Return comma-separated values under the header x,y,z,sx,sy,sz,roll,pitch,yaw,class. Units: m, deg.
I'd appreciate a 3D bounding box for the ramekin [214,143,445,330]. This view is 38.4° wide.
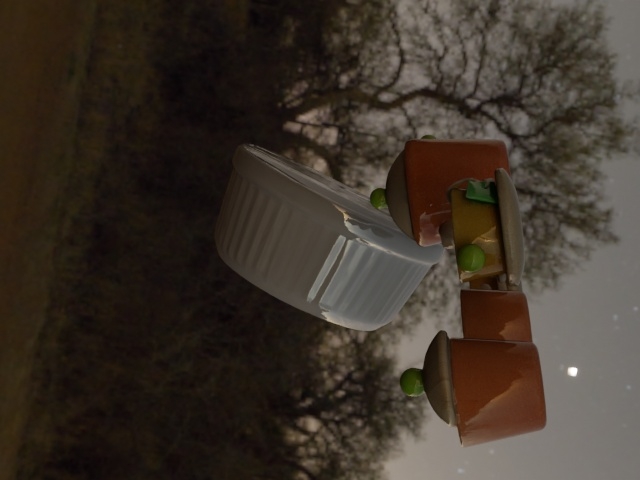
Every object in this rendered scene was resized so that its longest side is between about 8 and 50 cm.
x,y,z,sx,sy,sz,roll,pitch,yaw,class
0.000,0.000,1.073,0.127,0.272,0.273,-63,-172,7,ramekin

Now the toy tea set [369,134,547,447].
x,y,z,sx,sy,sz,roll,pitch,yaw,class
0.099,0.029,0.733,0.336,0.124,0.200,-59,141,-73,toy tea set
